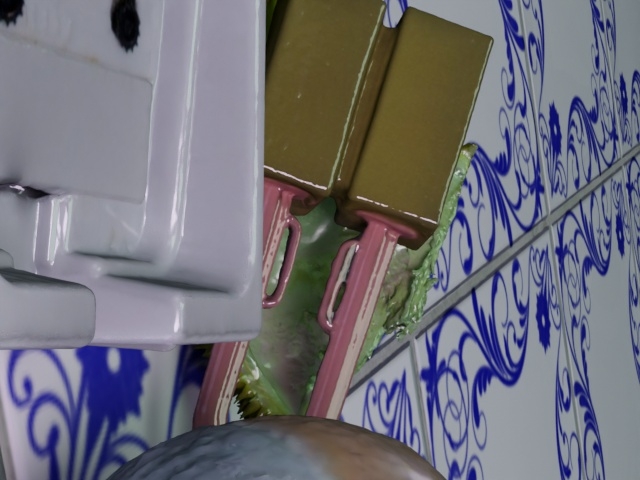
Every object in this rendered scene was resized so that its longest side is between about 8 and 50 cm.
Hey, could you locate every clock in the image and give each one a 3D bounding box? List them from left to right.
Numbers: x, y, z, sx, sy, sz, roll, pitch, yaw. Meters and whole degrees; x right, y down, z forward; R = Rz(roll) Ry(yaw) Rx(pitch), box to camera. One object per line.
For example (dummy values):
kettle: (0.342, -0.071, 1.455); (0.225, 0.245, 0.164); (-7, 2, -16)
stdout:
clock: (-0.094, -0.077, 0.442); (0.262, 0.116, 0.231); (9, 86, -70)

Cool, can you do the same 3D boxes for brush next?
brush: (0.000, 0.000, 0.664); (0.047, 0.103, 0.233); (135, -27, -71)

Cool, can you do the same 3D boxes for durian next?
durian: (-0.006, 0.027, 0.703); (0.215, 0.100, 0.086); (-59, 146, -19)

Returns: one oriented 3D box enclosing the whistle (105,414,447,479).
whistle: (-0.009, 0.182, 0.473); (0.348, 0.189, 0.189); (-112, 180, -53)

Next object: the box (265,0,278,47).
box: (-0.012, -0.263, 0.710); (0.187, 0.047, 0.335); (-43, 142, -64)
